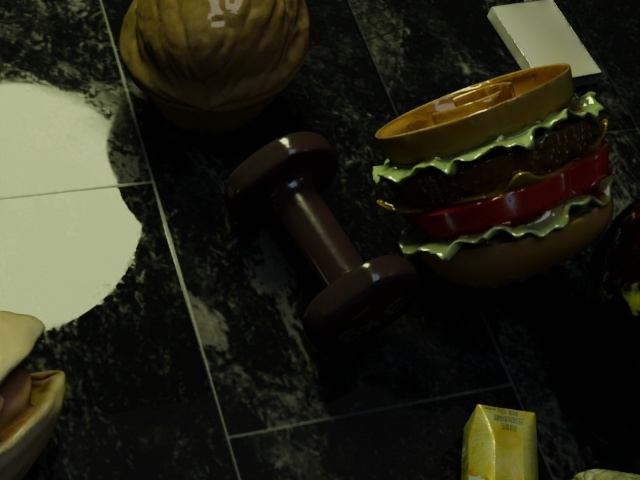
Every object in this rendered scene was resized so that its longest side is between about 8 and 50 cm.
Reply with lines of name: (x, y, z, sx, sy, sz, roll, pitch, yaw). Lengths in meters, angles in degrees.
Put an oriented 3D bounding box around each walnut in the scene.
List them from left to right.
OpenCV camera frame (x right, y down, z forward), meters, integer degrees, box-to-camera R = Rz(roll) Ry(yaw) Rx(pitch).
walnut: (-0.122, -0.235, 1.452, 0.227, 0.228, 0.228, 7, 53, -10)

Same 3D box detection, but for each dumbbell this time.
dumbbell: (0.000, 0.000, 1.366, 0.140, 0.124, 0.225, -34, 65, 4)

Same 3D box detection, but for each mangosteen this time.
mangosteen: (0.433, 0.051, 1.356, 0.288, 0.288, 0.288, 7, 53, -10)

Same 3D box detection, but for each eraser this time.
eraser: (0.307, -0.270, 1.718, 0.103, 0.023, 0.150, -13, 59, -24)

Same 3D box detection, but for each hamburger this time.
hamburger: (0.202, -0.061, 1.395, 0.274, 0.274, 0.212, -27, 102, -30)

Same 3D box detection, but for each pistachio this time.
pistachio: (-0.363, 0.180, 1.115, 0.318, 0.213, 0.194, -34, 113, -42)

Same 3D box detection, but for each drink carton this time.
drink carton: (0.182, 0.269, 1.260, 0.084, 0.074, 0.200, 11, 54, -6)

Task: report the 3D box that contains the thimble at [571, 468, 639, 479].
thimble: (0.314, 0.324, 1.221, 0.143, 0.137, 0.191, 11, 67, -10)
